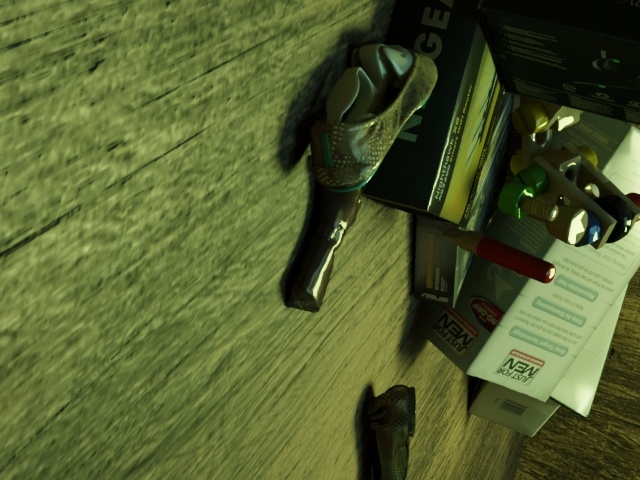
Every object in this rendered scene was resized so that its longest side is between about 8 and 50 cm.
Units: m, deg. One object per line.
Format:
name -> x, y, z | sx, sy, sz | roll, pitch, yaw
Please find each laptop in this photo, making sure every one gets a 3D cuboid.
laptop -> 0.406, 0.025, 2.225 | 0.236, 0.408, 0.382 | -32, -150, 60

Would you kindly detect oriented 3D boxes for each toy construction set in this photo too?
toy construction set -> 0.237, -0.111, 1.490 | 0.309, 0.237, 0.257 | -49, 139, -22

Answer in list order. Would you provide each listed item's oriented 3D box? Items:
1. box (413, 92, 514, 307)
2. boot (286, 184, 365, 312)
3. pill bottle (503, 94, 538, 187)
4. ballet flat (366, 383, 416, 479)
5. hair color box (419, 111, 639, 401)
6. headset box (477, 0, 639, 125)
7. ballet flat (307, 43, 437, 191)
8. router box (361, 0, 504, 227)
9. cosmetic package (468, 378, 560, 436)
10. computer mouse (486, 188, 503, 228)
box -> 0.176, -0.061, 1.626 | 0.183, 0.056, 0.231 | 85, 25, -51
boot -> 0.000, 0.000, 1.100 | 0.114, 0.037, 0.106 | -64, 161, -18
pill bottle -> 0.265, -0.168, 1.735 | 0.193, 0.108, 0.108 | 89, 23, -48
ballet flat -> 0.081, 0.249, 1.620 | 0.250, 0.058, 0.084 | 92, -3, -57
hair color box -> 0.314, 0.015, 1.729 | 0.185, 0.113, 0.374 | 23, 104, -42
headset box -> 0.289, -0.204, 1.207 | 0.283, 0.246, 0.131 | 35, 72, -72
ballet flat -> 0.044, -0.120, 1.076 | 0.206, 0.073, 0.067 | -63, 141, -49
router box -> 0.130, -0.175, 1.292 | 0.243, 0.081, 0.309 | 9, 96, -75
cosmetic package -> 0.391, 0.211, 2.440 | 0.224, 0.138, 0.225 | 106, 6, -64
computer mouse -> 0.211, -0.024, 1.825 | 0.193, 0.042, 0.106 | -38, 136, -57
